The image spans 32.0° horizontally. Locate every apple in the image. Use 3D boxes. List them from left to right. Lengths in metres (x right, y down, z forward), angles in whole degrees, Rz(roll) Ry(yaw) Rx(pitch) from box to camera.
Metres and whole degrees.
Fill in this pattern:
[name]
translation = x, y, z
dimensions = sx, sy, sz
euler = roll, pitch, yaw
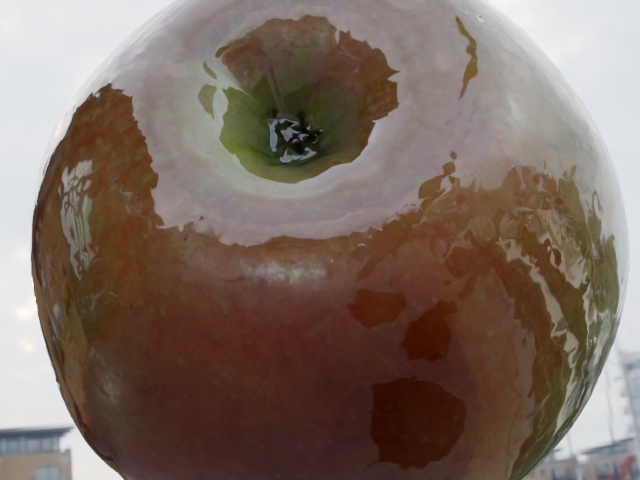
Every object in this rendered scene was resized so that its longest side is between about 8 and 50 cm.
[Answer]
[apple]
translation = 0.000, 0.000, 0.591
dimensions = 0.319, 0.319, 0.277
euler = -7, -44, -1
